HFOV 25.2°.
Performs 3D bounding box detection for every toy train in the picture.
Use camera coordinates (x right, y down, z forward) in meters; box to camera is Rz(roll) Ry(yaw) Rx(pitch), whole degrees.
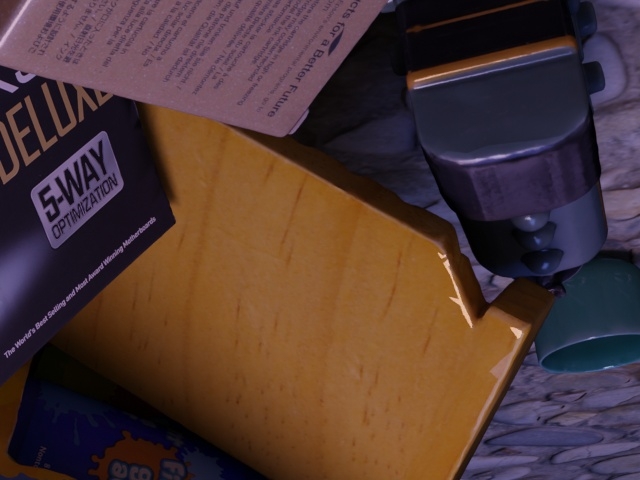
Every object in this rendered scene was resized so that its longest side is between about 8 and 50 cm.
[{"bbox_3d":[0.122,-0.083,0.935,0.142,0.190,0.334,-10,158,9],"label":"toy train"}]

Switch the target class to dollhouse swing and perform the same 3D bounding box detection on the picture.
[{"bbox_3d":[0.000,0.000,1.043,0.346,0.305,0.315,30,128,12],"label":"dollhouse swing"}]

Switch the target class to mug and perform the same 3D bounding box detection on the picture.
[{"bbox_3d":[0.272,0.077,1.496,0.157,0.097,0.129,-21,155,32],"label":"mug"}]

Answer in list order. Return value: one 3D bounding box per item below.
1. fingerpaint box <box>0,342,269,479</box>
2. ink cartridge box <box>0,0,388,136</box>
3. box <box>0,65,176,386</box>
[{"bbox_3d":[-0.116,0.203,1.017,0.371,0.445,0.163,24,110,-12],"label":"fingerpaint box"},{"bbox_3d":[-0.037,-0.176,0.677,0.193,0.088,0.235,11,126,-45],"label":"ink cartridge box"},{"bbox_3d":[-0.224,-0.025,0.739,0.076,0.307,0.242,14,134,33],"label":"box"}]
